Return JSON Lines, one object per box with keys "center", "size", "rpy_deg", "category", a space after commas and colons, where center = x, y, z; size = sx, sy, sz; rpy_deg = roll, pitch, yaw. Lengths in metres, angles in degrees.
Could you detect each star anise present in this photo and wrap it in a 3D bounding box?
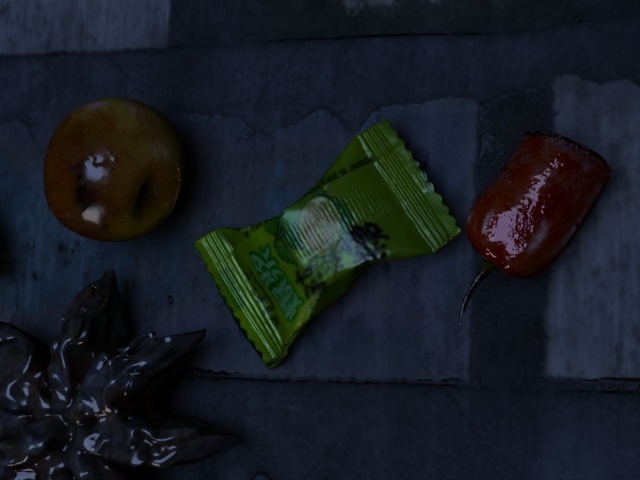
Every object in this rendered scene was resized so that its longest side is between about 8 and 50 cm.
{"center": [-0.234, 0.194, 1.352], "size": [0.331, 0.117, 0.332], "rpy_deg": [-3, 84, 27], "category": "star anise"}

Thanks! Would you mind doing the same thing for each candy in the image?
{"center": [0.000, 0.000, 1.306], "size": [0.246, 0.069, 0.149], "rpy_deg": [-35, 76, 16], "category": "candy"}

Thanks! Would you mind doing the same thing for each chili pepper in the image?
{"center": [0.174, -0.006, 1.231], "size": [0.086, 0.084, 0.192], "rpy_deg": [35, 93, 38], "category": "chili pepper"}

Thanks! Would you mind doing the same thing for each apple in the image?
{"center": [-0.200, -0.065, 1.349], "size": [0.146, 0.146, 0.146], "rpy_deg": [-2, 84, 21], "category": "apple"}

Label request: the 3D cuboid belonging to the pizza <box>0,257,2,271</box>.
{"center": [-0.571, -0.093, 1.475], "size": [0.434, 0.080, 0.392], "rpy_deg": [-11, 100, 19], "category": "pizza"}
